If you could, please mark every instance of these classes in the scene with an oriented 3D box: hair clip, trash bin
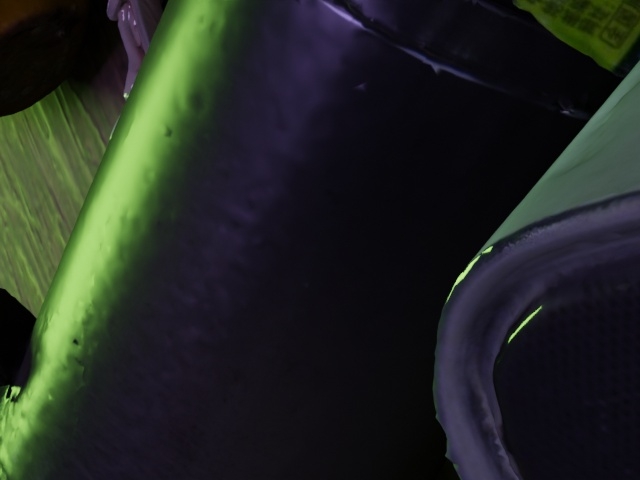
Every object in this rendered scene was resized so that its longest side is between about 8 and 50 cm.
[{"bbox_3d":[-0.106,-0.146,0.953,0.072,0.034,0.226,-28,68,41],"label":"hair clip"},{"bbox_3d":[0.000,0.000,0.724,0.252,0.203,0.301,26,112,-2],"label":"trash bin"}]

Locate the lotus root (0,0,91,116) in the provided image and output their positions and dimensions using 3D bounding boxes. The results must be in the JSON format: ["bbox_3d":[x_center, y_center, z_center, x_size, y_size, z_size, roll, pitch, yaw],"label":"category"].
[{"bbox_3d":[-0.228,-0.140,0.979,0.180,0.188,0.199,44,116,22],"label":"lotus root"}]

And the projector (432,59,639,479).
[{"bbox_3d":[0.212,0.023,0.411,0.248,0.249,0.248,-15,113,43],"label":"projector"}]

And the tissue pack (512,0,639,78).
[{"bbox_3d":[0.148,-0.193,0.570,0.235,0.073,0.173,-57,10,36],"label":"tissue pack"}]
